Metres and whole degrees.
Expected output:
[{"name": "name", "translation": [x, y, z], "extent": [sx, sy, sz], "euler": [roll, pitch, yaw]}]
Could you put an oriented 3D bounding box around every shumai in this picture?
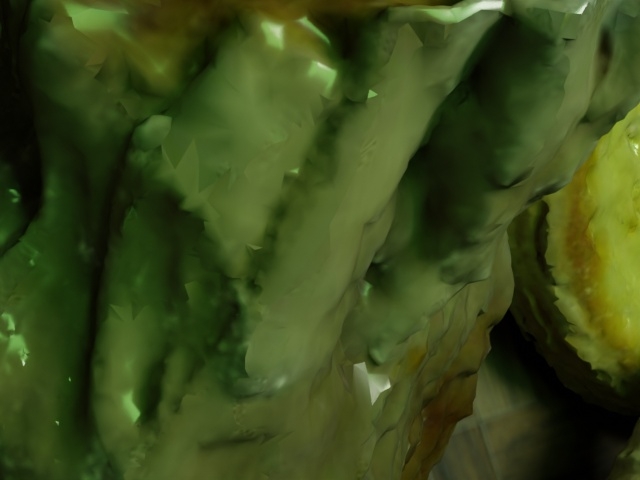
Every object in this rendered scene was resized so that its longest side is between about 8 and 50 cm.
[{"name": "shumai", "translation": [0.000, 0.000, 0.455], "extent": [0.267, 0.262, 0.314], "euler": [27, 60, -27]}]

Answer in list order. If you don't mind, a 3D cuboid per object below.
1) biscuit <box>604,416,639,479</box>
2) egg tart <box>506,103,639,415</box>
[{"name": "biscuit", "translation": [0.144, 0.119, 0.617], "extent": [0.219, 0.055, 0.061], "euler": [-56, 150, -11]}, {"name": "egg tart", "translation": [0.202, -0.058, 0.683], "extent": [0.315, 0.120, 0.315], "euler": [-8, 115, -18]}]
